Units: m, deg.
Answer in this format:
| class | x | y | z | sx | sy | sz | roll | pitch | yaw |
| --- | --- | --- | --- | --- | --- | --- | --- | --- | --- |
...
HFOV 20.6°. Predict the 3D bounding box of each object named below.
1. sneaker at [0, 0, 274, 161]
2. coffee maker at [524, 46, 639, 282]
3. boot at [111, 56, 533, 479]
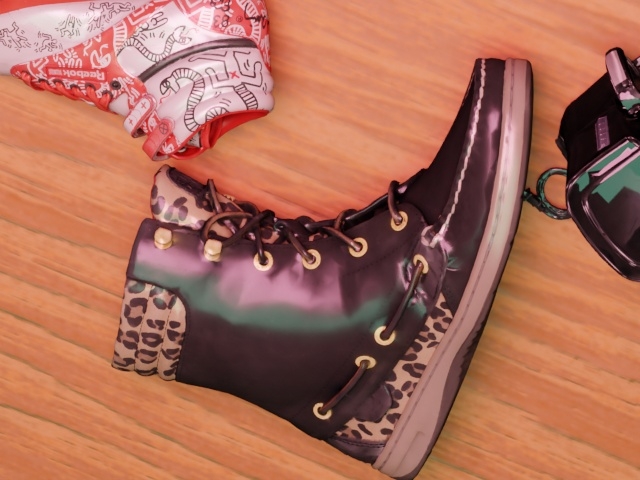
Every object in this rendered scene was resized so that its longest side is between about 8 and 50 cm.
| class | x | y | z | sx | sy | sz | roll | pitch | yaw |
| --- | --- | --- | --- | --- | --- | --- | --- | --- | --- |
| sneaker | -0.167 | -0.126 | 1.370 | 0.270 | 0.090 | 0.145 | -12 | 85 | 9 |
| coffee maker | 0.236 | -0.044 | 1.330 | 0.120 | 0.178 | 0.171 | 28 | 114 | -4 |
| boot | 0.000 | 0.000 | 1.409 | 0.284 | 0.138 | 0.377 | 17 | 120 | 0 |
